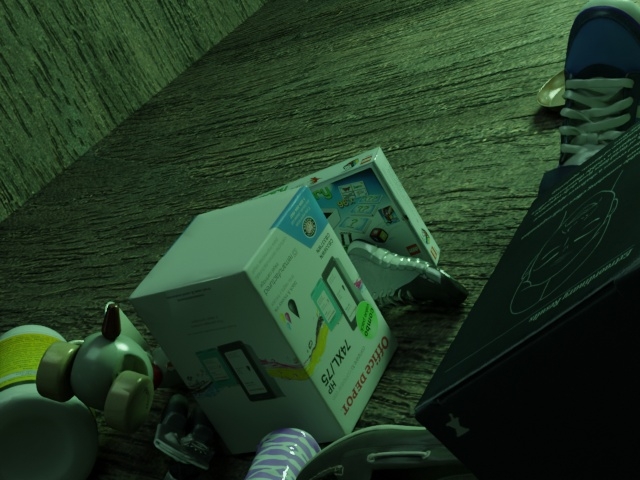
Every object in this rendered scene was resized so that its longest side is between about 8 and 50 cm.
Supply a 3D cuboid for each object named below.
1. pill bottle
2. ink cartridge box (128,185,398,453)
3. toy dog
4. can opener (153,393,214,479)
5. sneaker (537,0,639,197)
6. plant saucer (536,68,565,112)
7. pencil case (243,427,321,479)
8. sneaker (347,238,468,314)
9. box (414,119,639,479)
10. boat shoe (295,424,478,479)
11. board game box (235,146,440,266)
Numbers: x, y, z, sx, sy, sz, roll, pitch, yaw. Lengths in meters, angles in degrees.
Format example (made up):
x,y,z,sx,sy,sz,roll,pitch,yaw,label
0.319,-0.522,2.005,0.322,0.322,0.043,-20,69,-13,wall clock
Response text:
x,y,z,sx,sy,sz,roll,pitch,yaw,label
-0.443,0.252,1.980,0.188,0.188,0.334,-32,21,-2,pill bottle
-0.067,0.108,1.673,0.197,0.270,0.198,-14,28,35,ink cartridge box
-0.267,0.152,1.842,0.333,0.220,0.161,-92,18,-80,toy dog
-0.188,0.272,1.683,0.095,0.076,0.283,-63,5,-1,can opener
0.330,-0.105,1.542,0.130,0.322,0.236,7,33,32,sneaker
0.439,-0.258,2.126,0.168,0.029,0.168,-27,23,12,plant saucer
-0.060,0.295,1.478,0.088,0.086,0.206,-13,15,20,pencil case
0.098,0.087,1.788,0.229,0.086,0.132,20,76,51,sneaker
0.314,0.055,1.215,0.293,0.212,0.395,-40,7,41,box
0.106,0.254,1.339,0.335,0.112,0.095,-17,21,26,boat shoe
0.000,0.000,1.927,0.305,0.193,0.053,-20,24,26,board game box
